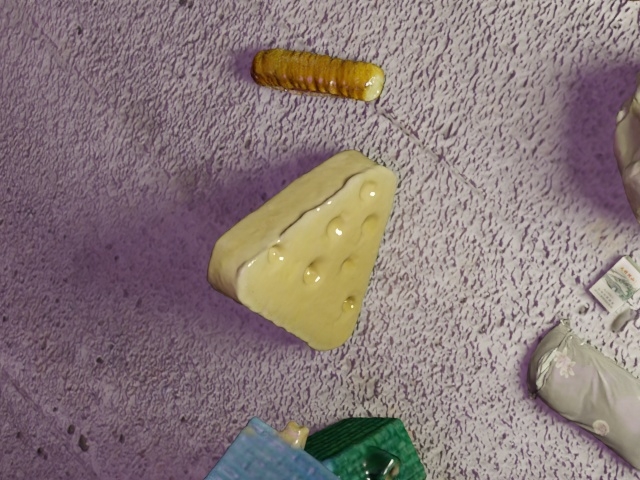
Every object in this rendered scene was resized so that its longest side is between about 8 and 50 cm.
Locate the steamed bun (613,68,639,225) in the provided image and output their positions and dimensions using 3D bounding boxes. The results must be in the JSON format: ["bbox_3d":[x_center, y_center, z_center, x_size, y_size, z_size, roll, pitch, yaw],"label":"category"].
[{"bbox_3d":[0.537,-0.117,1.517,0.207,0.268,0.280,145,123,-73],"label":"steamed bun"}]

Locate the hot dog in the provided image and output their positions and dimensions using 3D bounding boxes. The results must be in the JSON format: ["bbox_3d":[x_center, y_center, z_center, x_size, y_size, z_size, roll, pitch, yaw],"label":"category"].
[{"bbox_3d":[-0.013,-0.304,1.972,0.289,0.068,0.083,13,100,35],"label":"hot dog"}]

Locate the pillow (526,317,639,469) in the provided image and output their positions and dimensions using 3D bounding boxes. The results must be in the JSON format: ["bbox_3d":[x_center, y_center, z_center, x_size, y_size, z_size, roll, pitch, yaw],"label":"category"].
[{"bbox_3d":[0.450,0.251,1.749,0.255,0.059,0.169,34,115,28],"label":"pillow"}]

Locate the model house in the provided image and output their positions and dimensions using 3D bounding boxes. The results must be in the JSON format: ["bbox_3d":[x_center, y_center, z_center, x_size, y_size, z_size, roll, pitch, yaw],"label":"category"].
[{"bbox_3d":[0.019,0.485,1.916,0.335,0.382,0.342,32,119,27],"label":"model house"}]

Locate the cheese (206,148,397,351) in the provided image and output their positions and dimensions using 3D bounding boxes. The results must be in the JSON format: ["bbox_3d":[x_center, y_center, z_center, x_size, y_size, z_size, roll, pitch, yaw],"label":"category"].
[{"bbox_3d":[-0.001,-0.001,1.914,0.104,0.384,0.383,32,117,36],"label":"cheese"}]

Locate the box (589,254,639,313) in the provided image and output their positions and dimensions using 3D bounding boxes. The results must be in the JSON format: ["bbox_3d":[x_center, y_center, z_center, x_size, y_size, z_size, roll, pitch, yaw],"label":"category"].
[{"bbox_3d":[0.476,0.070,1.713,0.054,0.024,0.083,51,124,19],"label":"box"}]
